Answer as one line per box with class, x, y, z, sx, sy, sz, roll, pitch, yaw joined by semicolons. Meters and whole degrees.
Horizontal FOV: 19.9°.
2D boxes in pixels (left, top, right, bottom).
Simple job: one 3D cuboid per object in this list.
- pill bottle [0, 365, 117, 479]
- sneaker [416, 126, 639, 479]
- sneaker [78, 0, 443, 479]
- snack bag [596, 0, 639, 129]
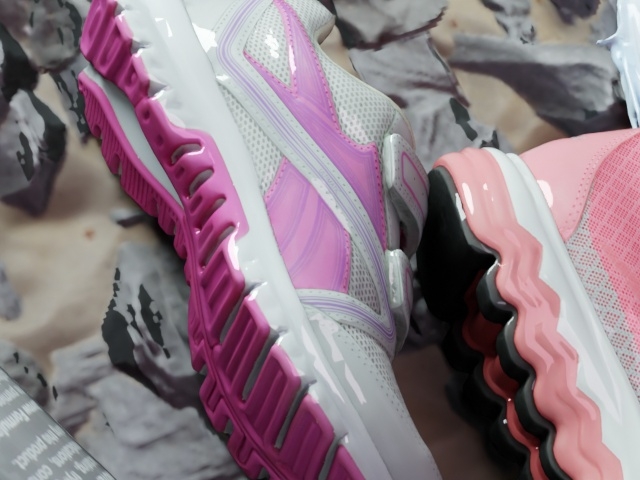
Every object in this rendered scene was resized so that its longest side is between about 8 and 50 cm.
pill bottle;-0.145;0.119;0.575;0.318;0.176;0.176;44;62;1
sneaker;0.152;0.091;0.714;0.136;0.116;0.314;-18;77;-13
sneaker;0.000;0.000;0.713;0.111;0.103;0.252;-18;78;-23
snack bag;0.311;0.012;0.771;0.342;0.037;0.323;-11;71;12
